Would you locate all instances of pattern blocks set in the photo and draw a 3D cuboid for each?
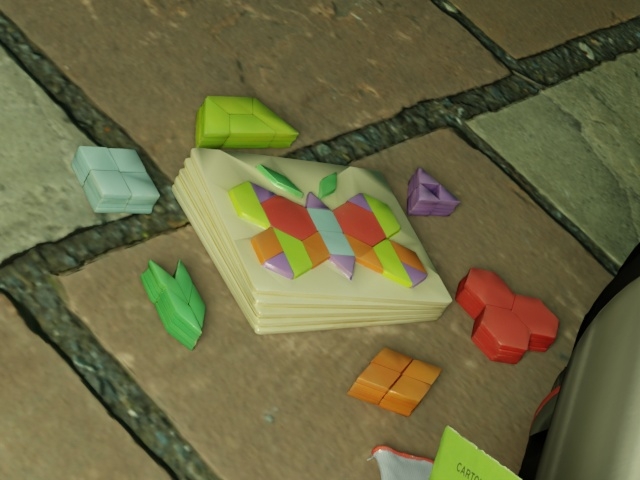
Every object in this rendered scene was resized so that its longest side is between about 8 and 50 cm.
[{"bbox_3d":[0.000,0.000,1.081,0.325,0.026,0.285,-11,54,-46],"label":"pattern blocks set"}]

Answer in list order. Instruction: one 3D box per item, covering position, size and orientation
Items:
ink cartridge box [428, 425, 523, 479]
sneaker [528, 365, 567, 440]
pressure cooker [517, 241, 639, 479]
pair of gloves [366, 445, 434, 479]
[{"bbox_3d":[0.016,0.212,0.580,0.097,0.255,0.189,13,9,-28],"label":"ink cartridge box"},{"bbox_3d":[0.255,0.164,1.027,0.276,0.097,0.135,37,23,-8],"label":"sneaker"},{"bbox_3d":[0.280,0.166,0.750,0.375,0.370,0.420,19,48,6],"label":"pressure cooker"},{"bbox_3d":[0.097,0.194,0.926,0.198,0.023,0.159,22,36,-20],"label":"pair of gloves"}]
